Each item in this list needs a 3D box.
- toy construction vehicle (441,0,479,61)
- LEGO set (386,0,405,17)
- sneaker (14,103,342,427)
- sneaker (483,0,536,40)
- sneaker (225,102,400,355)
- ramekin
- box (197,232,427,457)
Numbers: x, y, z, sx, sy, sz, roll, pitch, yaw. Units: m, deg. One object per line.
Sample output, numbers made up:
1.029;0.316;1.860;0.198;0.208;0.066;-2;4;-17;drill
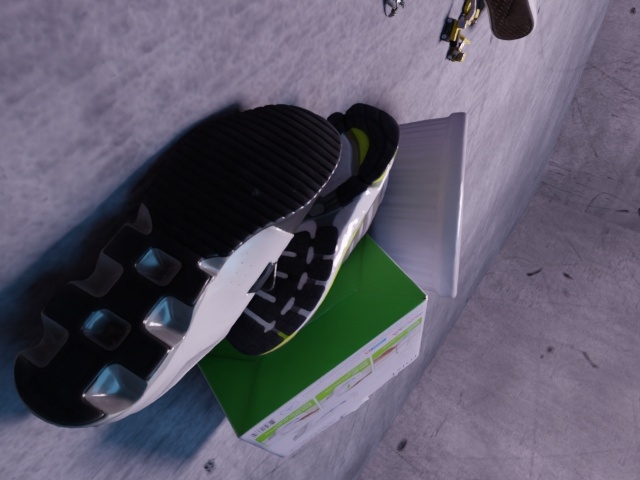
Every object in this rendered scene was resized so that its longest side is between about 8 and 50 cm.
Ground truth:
0.236;-0.346;0.757;0.086;0.035;0.098;-14;128;-57;toy construction vehicle
0.102;-0.312;0.556;0.054;0.023;0.083;-41;148;-36;LEGO set
-0.103;0.013;0.423;0.330;0.122;0.146;-50;168;-21;sneaker
0.286;-0.445;0.709;0.290;0.106;0.123;32;64;-64;sneaker
0.000;0.000;0.524;0.300;0.111;0.121;-55;159;-8;sneaker
0.150;-0.055;0.700;0.273;0.127;0.272;4;90;-72;ramekin
0.004;0.155;0.626;0.262;0.127;0.231;-34;151;-10;box
